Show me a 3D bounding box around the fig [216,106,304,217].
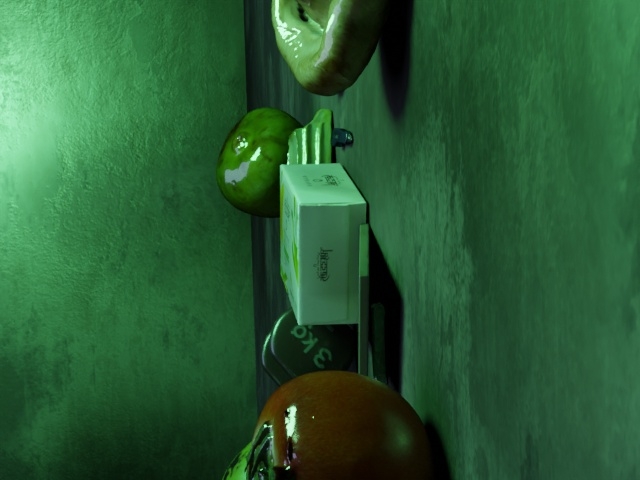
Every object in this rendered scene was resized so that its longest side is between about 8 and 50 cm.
[{"bbox_3d":[-0.086,-0.134,2.431,0.225,0.203,0.203,43,-154,-39],"label":"fig"}]

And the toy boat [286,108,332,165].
[{"bbox_3d":[-0.018,-0.087,2.202,0.111,0.084,0.276,141,128,-78],"label":"toy boat"}]

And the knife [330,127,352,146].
[{"bbox_3d":[0.034,-0.163,2.042,0.121,0.018,0.031,-143,58,-79],"label":"knife"}]

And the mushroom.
[{"bbox_3d":[0.018,-0.328,1.635,0.278,0.146,0.278,-21,66,60],"label":"mushroom"}]

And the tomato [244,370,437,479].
[{"bbox_3d":[0.020,0.280,1.495,0.256,0.225,0.255,-178,90,-80],"label":"tomato"}]

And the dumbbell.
[{"bbox_3d":[-0.024,0.181,2.106,0.140,0.124,0.225,48,167,5],"label":"dumbbell"}]

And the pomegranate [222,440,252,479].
[{"bbox_3d":[-0.009,0.380,1.769,0.341,0.260,0.260,-24,65,50],"label":"pomegranate"}]

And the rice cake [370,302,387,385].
[{"bbox_3d":[0.081,0.146,1.765,0.022,0.022,0.121,-150,56,-75],"label":"rice cake"}]

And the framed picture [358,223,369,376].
[{"bbox_3d":[0.060,0.096,1.775,0.250,0.016,0.184,-82,-7,-72],"label":"framed picture"}]

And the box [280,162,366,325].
[{"bbox_3d":[0.000,0.000,2.002,0.260,0.111,0.194,-111,20,-73],"label":"box"}]
